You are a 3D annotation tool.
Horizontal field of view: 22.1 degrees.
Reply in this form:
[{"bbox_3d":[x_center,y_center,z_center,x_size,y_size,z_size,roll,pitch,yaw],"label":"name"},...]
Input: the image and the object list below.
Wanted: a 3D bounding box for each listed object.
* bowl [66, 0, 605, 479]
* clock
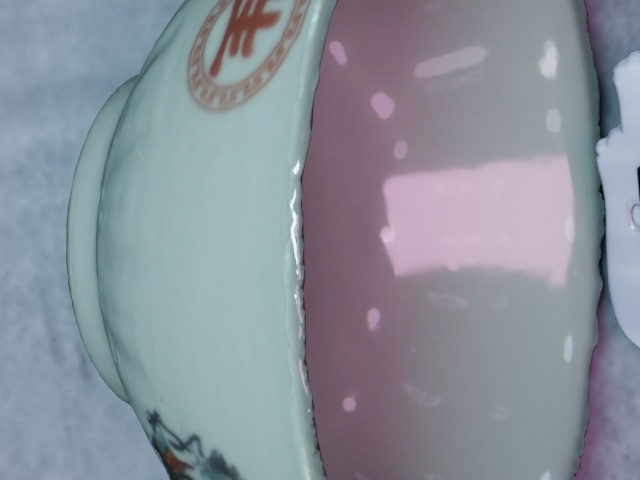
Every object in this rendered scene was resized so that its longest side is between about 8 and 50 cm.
[{"bbox_3d":[0.000,0.000,0.675,0.157,0.337,0.337,2,100,26],"label":"bowl"},{"bbox_3d":[0.197,-0.021,0.790,0.117,0.080,0.176,-29,118,-44],"label":"clock"}]
